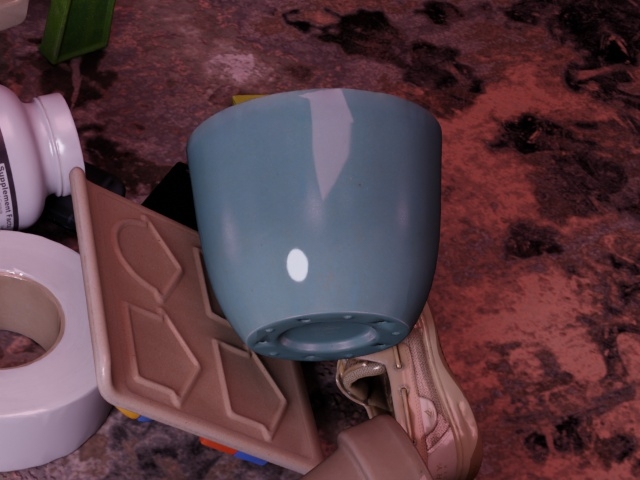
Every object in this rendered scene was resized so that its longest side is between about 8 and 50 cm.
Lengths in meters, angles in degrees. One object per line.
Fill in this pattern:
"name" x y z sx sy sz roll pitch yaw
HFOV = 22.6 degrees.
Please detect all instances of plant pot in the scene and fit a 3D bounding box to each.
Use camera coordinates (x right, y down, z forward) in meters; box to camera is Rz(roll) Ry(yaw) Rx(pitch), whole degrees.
"plant pot" 0.013 0.336 1.592 0.229 0.263 0.263 -22 52 -9
"plant pot" 0.000 0.000 1.779 0.293 0.293 0.235 1 70 -14

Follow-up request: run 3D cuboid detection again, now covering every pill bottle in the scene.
"pill bottle" -0.451 -0.080 1.889 0.322 0.181 0.181 -16 50 -18

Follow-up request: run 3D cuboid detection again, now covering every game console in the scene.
"game console" -0.274 -0.053 2.038 0.361 0.044 0.213 25 42 10

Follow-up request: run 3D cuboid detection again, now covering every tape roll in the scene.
"tape roll" -0.364 0.118 1.792 0.286 0.100 0.286 7 44 -7

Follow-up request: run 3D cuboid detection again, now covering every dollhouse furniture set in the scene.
"dollhouse furniture set" -0.456 -0.340 2.189 0.301 0.151 0.197 -25 63 -34

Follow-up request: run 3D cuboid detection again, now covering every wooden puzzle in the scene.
"wooden puzzle" -0.150 0.109 1.789 0.348 0.080 0.322 31 31 -38

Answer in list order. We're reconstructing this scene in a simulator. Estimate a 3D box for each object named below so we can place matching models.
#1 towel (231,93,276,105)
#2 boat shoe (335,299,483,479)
"towel" -0.044 -0.119 2.185 0.102 0.021 0.237 -2 44 -24
"boat shoe" 0.077 0.139 1.873 0.110 0.122 0.341 -7 48 -23
